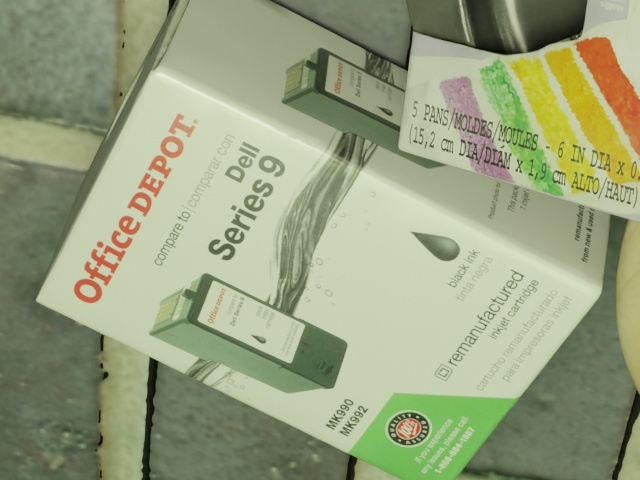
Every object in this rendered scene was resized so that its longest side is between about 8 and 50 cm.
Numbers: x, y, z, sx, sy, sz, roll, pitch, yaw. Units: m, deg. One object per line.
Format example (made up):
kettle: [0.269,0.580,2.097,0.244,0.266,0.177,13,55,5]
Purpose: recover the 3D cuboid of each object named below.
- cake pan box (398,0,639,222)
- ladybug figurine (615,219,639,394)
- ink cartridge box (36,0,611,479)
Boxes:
cake pan box: [0.168,-0.134,0.963,0.267,0.070,0.246,20,112,30]
ladybug figurine: [0.363,-0.023,1.023,0.449,0.162,0.305,-34,95,35]
ink cartridge box: [0.000,0.000,1.176,0.289,0.121,0.211,26,129,-7]
